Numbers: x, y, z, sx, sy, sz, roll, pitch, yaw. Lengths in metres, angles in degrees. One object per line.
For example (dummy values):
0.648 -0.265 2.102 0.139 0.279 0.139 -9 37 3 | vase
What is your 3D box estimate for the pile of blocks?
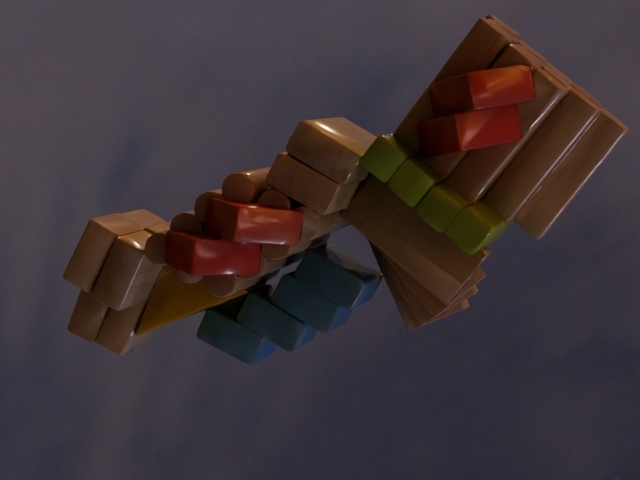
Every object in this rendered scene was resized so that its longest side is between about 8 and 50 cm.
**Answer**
0.000 0.000 0.896 0.362 0.113 0.149 -27 -92 18 | pile of blocks
